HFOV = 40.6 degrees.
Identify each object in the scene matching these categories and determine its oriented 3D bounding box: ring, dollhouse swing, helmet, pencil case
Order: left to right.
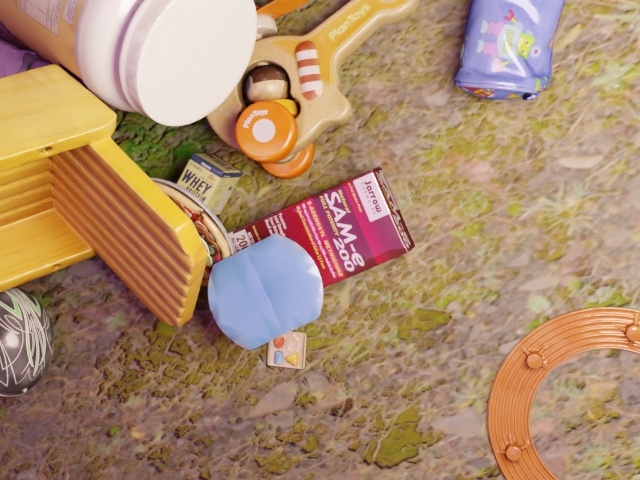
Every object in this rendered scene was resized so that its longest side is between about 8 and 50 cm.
[{"bbox_3d":[-0.500,0.155,1.359,0.161,0.169,0.169,3,98,31],"label":"helmet"},{"bbox_3d":[-0.369,0.004,1.166,0.315,0.347,0.305,-23,71,-25],"label":"dollhouse swing"},{"bbox_3d":[0.267,-0.331,1.121,0.133,0.119,0.306,13,100,2],"label":"pencil case"},{"bbox_3d":[0.401,0.258,1.201,0.337,0.032,0.336,2,96,14],"label":"ring"}]

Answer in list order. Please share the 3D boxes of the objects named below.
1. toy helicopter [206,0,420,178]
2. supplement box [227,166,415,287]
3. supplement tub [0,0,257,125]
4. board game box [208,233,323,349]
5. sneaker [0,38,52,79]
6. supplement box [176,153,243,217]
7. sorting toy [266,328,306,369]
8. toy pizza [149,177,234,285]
[{"bbox_3d":[-0.017,-0.271,1.219,0.355,0.140,0.235,-40,77,5],"label":"toy helicopter"},{"bbox_3d":[0.000,0.000,1.254,0.239,0.073,0.130,-24,91,16],"label":"supplement box"},{"bbox_3d":[-0.271,-0.318,1.150,0.331,0.241,0.241,36,105,25],"label":"supplement tub"},{"bbox_3d":[-0.076,0.071,1.230,0.169,0.033,0.133,-27,86,12],"label":"board game box"},{"bbox_3d":[-0.499,-0.139,1.334,0.210,0.137,0.365,10,96,16],"label":"sneaker"},{"bbox_3d":[-0.170,-0.079,1.283,0.056,0.083,0.083,32,102,10],"label":"supplement box"},{"bbox_3d":[-0.052,0.153,1.317,0.062,0.012,0.083,6,98,14],"label":"sorting toy"},{"bbox_3d":[-0.213,-0.005,1.272,0.201,0.032,0.201,23,140,21],"label":"toy pizza"}]
